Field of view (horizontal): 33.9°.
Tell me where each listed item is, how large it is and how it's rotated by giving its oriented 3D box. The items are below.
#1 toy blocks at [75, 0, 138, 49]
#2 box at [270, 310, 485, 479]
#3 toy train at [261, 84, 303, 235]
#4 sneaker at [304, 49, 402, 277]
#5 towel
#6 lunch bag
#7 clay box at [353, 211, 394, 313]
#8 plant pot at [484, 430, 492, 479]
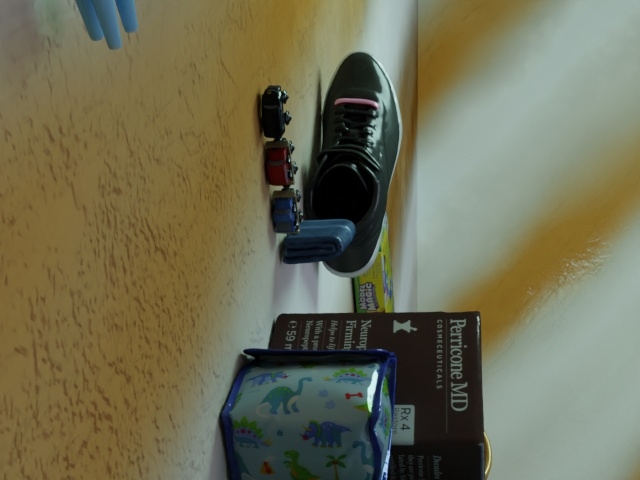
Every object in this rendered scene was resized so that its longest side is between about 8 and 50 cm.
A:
[{"bbox_3d":[-0.107,-0.180,0.505,0.123,0.054,0.148,-79,165,-51],"label":"toy blocks"},{"bbox_3d":[0.056,0.182,1.011,0.169,0.203,0.167,-82,167,-49],"label":"box"},{"bbox_3d":[-0.038,-0.071,1.012,0.036,0.027,0.158,-69,156,-58],"label":"toy train"},{"bbox_3d":[0.044,-0.113,1.273,0.147,0.104,0.296,75,20,-74],"label":"sneaker"},{"bbox_3d":[0.000,0.000,1.111,0.119,0.067,0.029,-49,136,-77],"label":"towel"},{"bbox_3d":[-0.003,0.136,0.881,0.151,0.128,0.096,-68,155,-66],"label":"lunch bag"},{"bbox_3d":[0.085,0.063,1.682,0.127,0.053,0.222,-72,158,-64],"label":"clay box"},{"bbox_3d":[0.087,0.308,1.288,0.205,0.205,0.188,-77,179,-57],"label":"plant pot"}]
